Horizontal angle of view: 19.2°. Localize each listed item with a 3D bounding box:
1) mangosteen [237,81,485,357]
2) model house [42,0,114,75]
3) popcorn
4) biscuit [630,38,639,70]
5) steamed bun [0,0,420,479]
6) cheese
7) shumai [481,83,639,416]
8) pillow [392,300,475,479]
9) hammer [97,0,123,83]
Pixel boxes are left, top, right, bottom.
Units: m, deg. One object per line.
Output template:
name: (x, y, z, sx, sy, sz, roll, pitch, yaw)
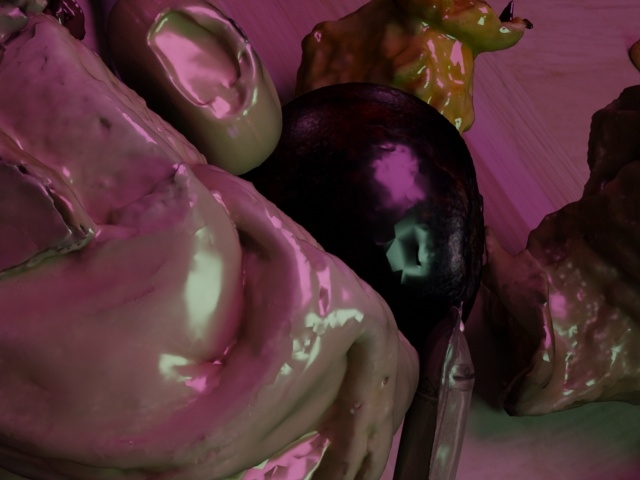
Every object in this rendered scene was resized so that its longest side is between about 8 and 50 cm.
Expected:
mangosteen: (0.010, -0.002, 1.309, 0.216, 0.216, 0.216, 28, 38, -25)
model house: (-0.214, -0.131, 1.225, 0.176, 0.181, 0.248, -43, 102, -13)
popcorn: (0.071, -0.131, 1.494, 0.173, 0.195, 0.168, 32, 28, -28)
biscuit: (0.405, -0.110, 1.983, 0.153, 0.030, 0.234, 22, 40, -29)
steamed bun: (-0.133, 0.046, 1.065, 0.394, 0.237, 0.346, 43, -5, -33)
cheese: (-0.086, -0.097, 1.233, 0.137, 0.064, 0.227, 54, -11, 1)
shumai: (0.255, 0.068, 1.468, 0.314, 0.262, 0.267, 51, -8, -26)
pillow: (0.064, 0.153, 1.191, 0.038, 0.232, 0.130, 11, 3, 0)
hammer: (-0.164, -0.185, 1.434, 0.152, 0.044, 0.427, 17, 43, -37)
